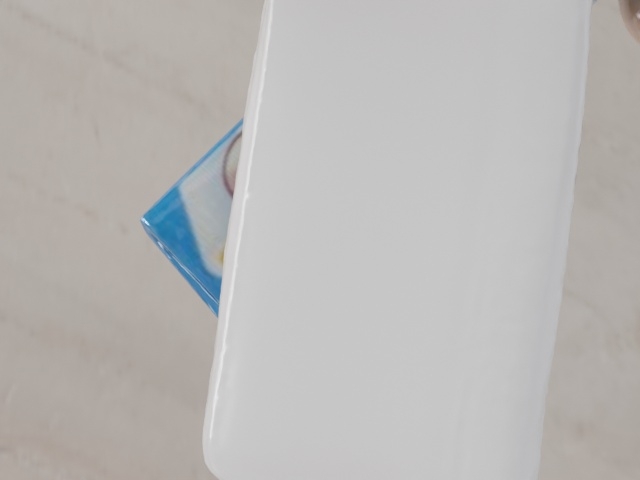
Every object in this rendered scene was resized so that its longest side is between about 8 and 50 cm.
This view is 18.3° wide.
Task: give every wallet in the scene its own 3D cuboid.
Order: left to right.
[{"bbox_3d":[0.023,-0.017,0.544,0.095,0.033,0.190,5,85,6],"label":"wallet"}]

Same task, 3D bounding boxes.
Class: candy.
[{"bbox_3d":[-0.001,-0.001,1.248,0.157,0.306,0.100,-43,77,-2],"label":"candy"}]

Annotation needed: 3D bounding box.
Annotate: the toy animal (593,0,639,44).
[{"bbox_3d":[0.255,-0.264,1.479,0.229,0.221,0.210,-9,136,-6],"label":"toy animal"}]
